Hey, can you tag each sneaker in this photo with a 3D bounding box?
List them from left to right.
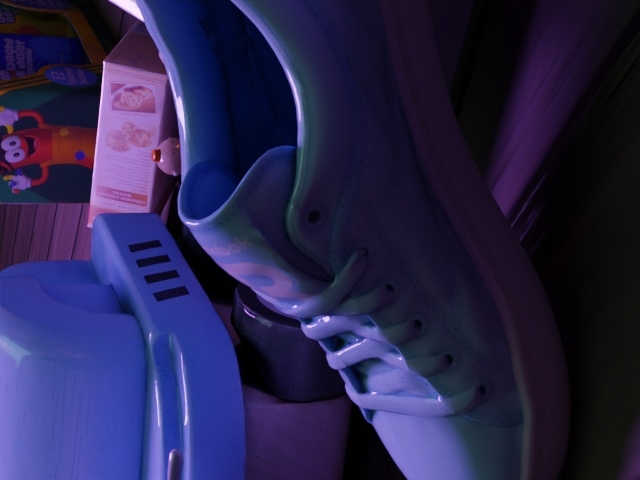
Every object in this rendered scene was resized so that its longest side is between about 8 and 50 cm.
[{"bbox_3d":[0.000,0.000,0.546,0.135,0.150,0.365,-12,104,50],"label":"sneaker"}]

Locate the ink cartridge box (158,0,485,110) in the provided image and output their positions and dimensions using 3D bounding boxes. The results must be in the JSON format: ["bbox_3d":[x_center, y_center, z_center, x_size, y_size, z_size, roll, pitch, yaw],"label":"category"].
[{"bbox_3d":[-0.014,-0.157,0.749,0.278,0.117,0.201,-123,38,-51],"label":"ink cartridge box"}]

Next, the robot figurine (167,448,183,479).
[{"bbox_3d":[-0.044,0.286,0.623,0.353,0.300,0.200,61,-178,-10],"label":"robot figurine"}]

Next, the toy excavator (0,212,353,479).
[{"bbox_3d":[-0.227,0.080,0.847,0.433,0.445,0.222,-132,47,-58],"label":"toy excavator"}]

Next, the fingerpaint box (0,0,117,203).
[{"bbox_3d":[-0.465,-0.212,1.516,0.445,0.371,0.163,-126,41,-56],"label":"fingerpaint box"}]

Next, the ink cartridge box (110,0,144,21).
[{"bbox_3d":[-0.109,-0.280,0.907,0.148,0.086,0.203,35,117,27],"label":"ink cartridge box"}]

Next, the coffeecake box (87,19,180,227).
[{"bbox_3d":[-0.184,-0.118,1.163,0.142,0.068,0.185,-78,0,-61],"label":"coffeecake box"}]

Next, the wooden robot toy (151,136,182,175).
[{"bbox_3d":[-0.121,-0.092,1.065,0.076,0.079,0.173,131,133,-59],"label":"wooden robot toy"}]
